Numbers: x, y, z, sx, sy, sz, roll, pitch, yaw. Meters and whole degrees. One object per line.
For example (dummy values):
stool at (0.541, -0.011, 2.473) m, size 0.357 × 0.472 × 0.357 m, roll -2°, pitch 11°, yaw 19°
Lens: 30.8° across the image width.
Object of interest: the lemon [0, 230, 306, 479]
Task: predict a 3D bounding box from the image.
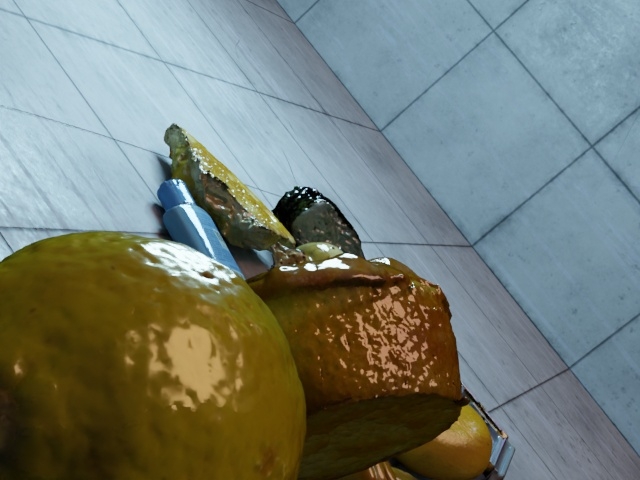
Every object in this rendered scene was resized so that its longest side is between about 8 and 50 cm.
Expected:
lemon at (-0.189, 0.159, 1.044) m, size 0.350 × 0.350 × 0.387 m, roll 53°, pitch 9°, yaw 13°

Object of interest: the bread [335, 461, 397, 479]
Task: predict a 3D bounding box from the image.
bread at (0.033, 0.314, 1.695) m, size 0.077 × 0.116 × 0.200 m, roll -2°, pitch 48°, yaw -39°

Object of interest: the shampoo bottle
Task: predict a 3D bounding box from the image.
shampoo bottle at (-0.194, 0.007, 1.879) m, size 0.104 × 0.061 × 0.258 m, roll 24°, pitch 29°, yaw -55°

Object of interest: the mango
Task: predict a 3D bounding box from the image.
mango at (0.177, 0.322, 2.023) m, size 0.317 × 0.119 × 0.176 m, roll 29°, pitch 39°, yaw -19°

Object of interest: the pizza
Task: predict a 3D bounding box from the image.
pizza at (-0.173, -0.069, 2.064) m, size 0.323 × 0.089 × 0.223 m, roll 45°, pitch 10°, yaw -8°

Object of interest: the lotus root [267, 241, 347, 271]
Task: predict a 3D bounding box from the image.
lotus root at (0.004, 0.084, 2.061) m, size 0.140 × 0.154 × 0.257 m, roll 52°, pitch 11°, yaw 32°

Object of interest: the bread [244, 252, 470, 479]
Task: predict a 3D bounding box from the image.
bread at (-0.017, 0.169, 1.436) m, size 0.398 × 0.398 × 0.215 m, roll 25°, pitch 42°, yaw -55°

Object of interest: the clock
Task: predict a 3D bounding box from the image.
clock at (0.278, 0.378, 2.234) m, size 0.186 × 0.083 × 0.253 m, roll 51°, pitch 16°, yaw 6°

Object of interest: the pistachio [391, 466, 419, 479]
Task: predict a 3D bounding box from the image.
pistachio at (0.152, 0.416, 1.873) m, size 0.173 × 0.049 × 0.089 m, roll 48°, pitch 15°, yaw -4°

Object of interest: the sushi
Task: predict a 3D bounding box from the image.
sushi at (0.000, 0.000, 2.240) m, size 0.225 × 0.124 × 0.127 m, roll 58°, pitch -8°, yaw -29°
